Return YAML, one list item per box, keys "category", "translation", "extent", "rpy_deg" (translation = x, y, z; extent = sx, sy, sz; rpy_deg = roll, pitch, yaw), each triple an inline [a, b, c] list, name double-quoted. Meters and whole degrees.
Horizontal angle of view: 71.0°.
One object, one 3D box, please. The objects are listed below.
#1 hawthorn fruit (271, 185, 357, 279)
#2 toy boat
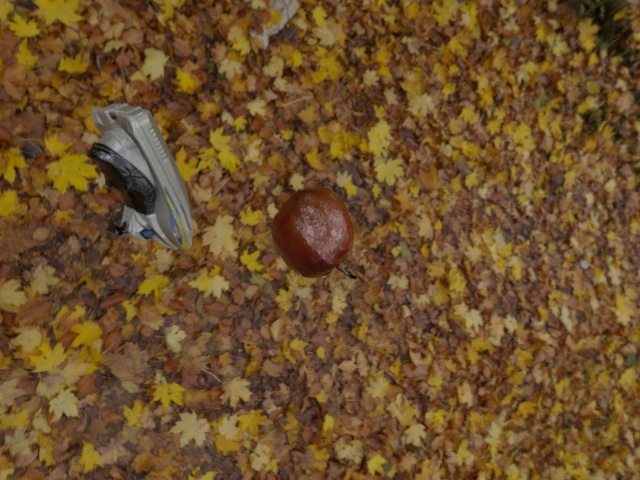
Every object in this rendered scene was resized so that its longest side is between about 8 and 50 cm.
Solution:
- category: "hawthorn fruit"
  translation: [0.000, 0.000, 0.835]
  extent: [0.157, 0.157, 0.194]
  rpy_deg: [-36, 88, -33]
- category: "toy boat"
  translation: [-0.296, -0.083, 0.741]
  extent: [0.140, 0.140, 0.270]
  rpy_deg: [-25, 126, -34]
